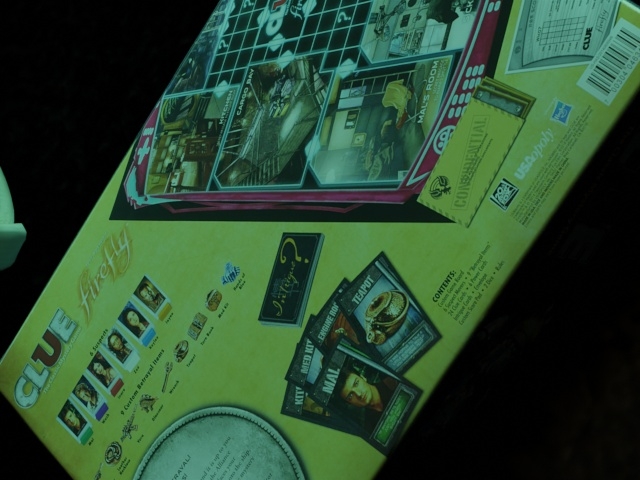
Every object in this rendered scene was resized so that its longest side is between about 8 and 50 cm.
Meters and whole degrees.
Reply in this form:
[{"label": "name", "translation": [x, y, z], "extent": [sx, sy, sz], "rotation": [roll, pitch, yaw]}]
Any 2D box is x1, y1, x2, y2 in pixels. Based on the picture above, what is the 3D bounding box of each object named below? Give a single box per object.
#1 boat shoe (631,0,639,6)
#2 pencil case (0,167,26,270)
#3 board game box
[{"label": "boat shoe", "translation": [0.079, -0.175, 0.516], "extent": [0.081, 0.068, 0.228], "rotation": [-38, 58, 18]}, {"label": "pencil case", "translation": [-0.307, 0.078, 0.633], "extent": [0.410, 0.160, 0.183], "rotation": [-43, 82, 14]}, {"label": "board game box", "translation": [0.000, 0.000, 0.515], "extent": [0.165, 0.042, 0.243], "rotation": [42, 105, 35]}]
